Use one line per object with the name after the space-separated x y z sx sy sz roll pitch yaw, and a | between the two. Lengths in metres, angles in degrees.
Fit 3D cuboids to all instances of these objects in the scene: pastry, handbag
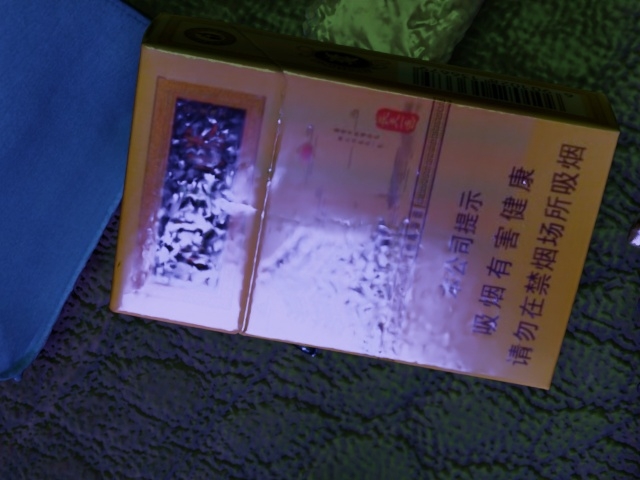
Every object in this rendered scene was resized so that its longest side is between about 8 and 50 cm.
0.080 -0.200 0.878 0.103 0.112 0.265 34 110 -3 | pastry
-0.225 -0.060 0.859 0.100 0.274 0.268 31 97 28 | handbag

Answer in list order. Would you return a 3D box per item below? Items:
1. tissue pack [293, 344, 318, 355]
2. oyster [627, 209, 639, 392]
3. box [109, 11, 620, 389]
0.000 0.000 0.937 0.085 0.028 0.138 35 94 8 | tissue pack
0.245 0.125 0.840 0.198 0.133 0.337 -15 86 13 | oyster
0.021 -0.022 0.856 0.274 0.076 0.174 10 114 -1 | box
